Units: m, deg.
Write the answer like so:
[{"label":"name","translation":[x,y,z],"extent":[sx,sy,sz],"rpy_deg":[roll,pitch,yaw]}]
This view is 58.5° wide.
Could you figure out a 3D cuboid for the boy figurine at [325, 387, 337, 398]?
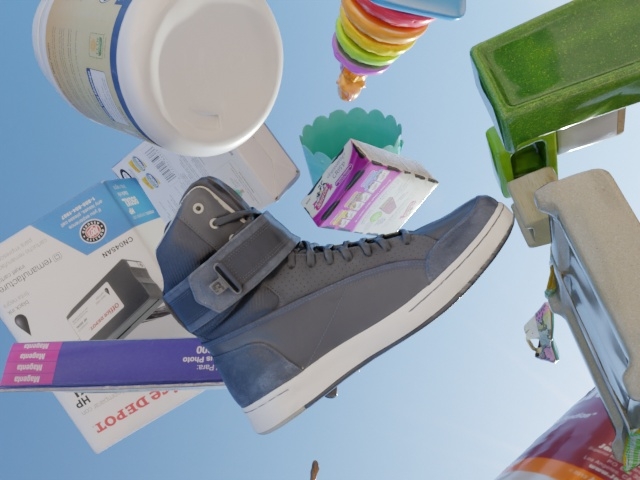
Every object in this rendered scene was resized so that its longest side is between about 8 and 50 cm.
[{"label":"boy figurine","translation":[0.033,0.364,1.616],"extent":[0.177,0.285,0.092],"rpy_deg":[-3,-121,-15]}]

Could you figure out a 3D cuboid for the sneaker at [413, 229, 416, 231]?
[{"label":"sneaker","translation":[0.190,0.125,1.812],"extent":[0.185,0.483,0.202],"rpy_deg":[54,-157,-6]}]

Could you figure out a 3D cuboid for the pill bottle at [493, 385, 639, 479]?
[{"label":"pill bottle","translation":[0.362,0.229,0.566],"extent":[0.392,0.224,0.224],"rpy_deg":[-26,-100,-28]}]

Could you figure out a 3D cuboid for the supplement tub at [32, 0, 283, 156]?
[{"label":"supplement tub","translation":[-0.231,-0.253,0.773],"extent":[0.316,0.228,0.228],"rpy_deg":[23,-150,39]}]

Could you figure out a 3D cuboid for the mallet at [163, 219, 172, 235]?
[{"label":"mallet","translation":[-0.094,0.050,0.591],"extent":[0.039,0.062,0.190],"rpy_deg":[-50,-52,-32]}]

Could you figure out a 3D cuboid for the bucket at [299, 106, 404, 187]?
[{"label":"bucket","translation":[0.090,-0.223,1.564],"extent":[0.281,0.183,0.281],"rpy_deg":[-5,-141,4]}]

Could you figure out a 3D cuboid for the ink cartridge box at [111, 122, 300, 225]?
[{"label":"ink cartridge box","translation":[-0.283,-0.143,1.301],"extent":[0.270,0.395,0.151],"rpy_deg":[54,-146,-12]}]

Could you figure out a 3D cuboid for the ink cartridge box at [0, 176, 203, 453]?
[{"label":"ink cartridge box","translation":[-0.367,0.127,1.026],"extent":[0.395,0.285,0.166],"rpy_deg":[59,-176,-7]}]

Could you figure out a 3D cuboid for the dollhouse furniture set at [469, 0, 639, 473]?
[{"label":"dollhouse furniture set","translation":[0.240,-0.014,0.424],"extent":[0.197,0.151,0.301],"rpy_deg":[53,-159,-52]}]

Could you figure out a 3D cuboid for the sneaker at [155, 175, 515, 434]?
[{"label":"sneaker","translation":[-0.001,0.000,0.380],"extent":[0.163,0.226,0.086],"rpy_deg":[53,-177,1]}]

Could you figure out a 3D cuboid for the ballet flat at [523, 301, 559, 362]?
[{"label":"ballet flat","translation":[0.575,0.247,1.489],"extent":[0.077,0.079,0.221],"rpy_deg":[-76,-30,-44]}]

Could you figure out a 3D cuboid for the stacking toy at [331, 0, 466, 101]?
[{"label":"stacking toy","translation":[0.081,-0.327,0.899],"extent":[0.165,0.302,0.175],"rpy_deg":[5,-117,-16]}]

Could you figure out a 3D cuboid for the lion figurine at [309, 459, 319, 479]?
[{"label":"lion figurine","translation":[-0.107,0.699,1.284],"extent":[0.142,0.392,0.240],"rpy_deg":[23,-156,27]}]

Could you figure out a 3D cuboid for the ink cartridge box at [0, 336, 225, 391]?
[{"label":"ink cartridge box","translation":[-0.211,0.164,0.751],"extent":[0.324,0.330,0.071],"rpy_deg":[-2,-106,1]}]

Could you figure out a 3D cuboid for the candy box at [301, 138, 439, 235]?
[{"label":"candy box","translation":[0.098,-0.091,1.085],"extent":[0.233,0.159,0.071],"rpy_deg":[8,-141,-48]}]
